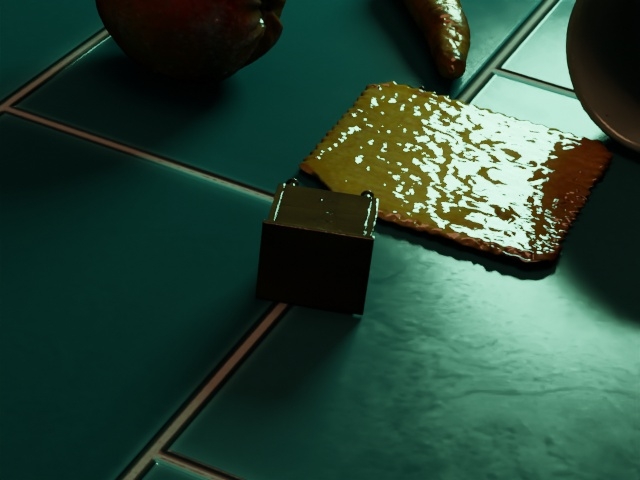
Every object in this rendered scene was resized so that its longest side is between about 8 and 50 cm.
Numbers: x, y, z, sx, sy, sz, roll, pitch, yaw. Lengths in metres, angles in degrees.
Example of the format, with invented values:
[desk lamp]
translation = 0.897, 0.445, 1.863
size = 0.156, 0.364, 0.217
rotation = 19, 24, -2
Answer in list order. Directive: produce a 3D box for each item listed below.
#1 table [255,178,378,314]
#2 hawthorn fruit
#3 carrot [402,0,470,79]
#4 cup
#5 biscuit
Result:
[table]
translation = 0.000, 0.000, 1.350
size = 0.083, 0.070, 0.082
rotation = 9, 33, 3
[hawthorn fruit]
translation = -0.116, -0.226, 1.593
size = 0.173, 0.173, 0.173
rotation = 5, 33, -3
[carrot]
translation = 0.111, -0.225, 1.737
size = 0.059, 0.059, 0.248
rotation = -1, 37, -12
[cup]
translation = 0.382, -0.161, 1.614
size = 0.234, 0.186, 0.258
rotation = -23, 73, -50
[biscuit]
translation = 0.116, -0.063, 1.525
size = 0.237, 0.013, 0.232
rotation = 17, 34, 16
